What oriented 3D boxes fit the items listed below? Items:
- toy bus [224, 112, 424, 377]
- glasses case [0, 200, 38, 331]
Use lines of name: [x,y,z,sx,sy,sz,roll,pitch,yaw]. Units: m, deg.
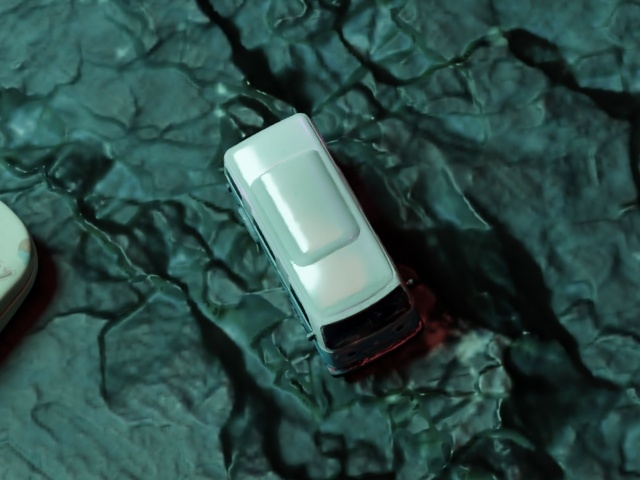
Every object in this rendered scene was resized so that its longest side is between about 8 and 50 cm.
toy bus: [0.000,0.000,0.954,0.060,0.075,0.123,-28,71,-3]
glasses case: [-0.228,0.060,0.972,0.081,0.051,0.204,34,79,17]
